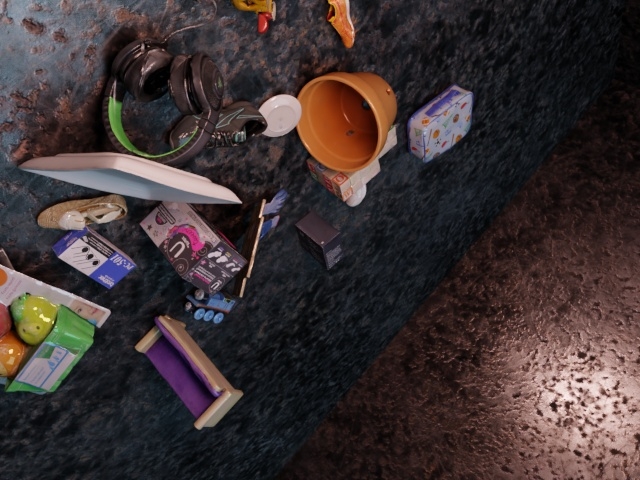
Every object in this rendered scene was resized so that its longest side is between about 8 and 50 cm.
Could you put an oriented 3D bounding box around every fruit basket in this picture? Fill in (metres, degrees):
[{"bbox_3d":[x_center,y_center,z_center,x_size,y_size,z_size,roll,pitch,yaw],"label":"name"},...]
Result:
[{"bbox_3d":[-0.731,0.216,1.213,0.353,0.165,0.327,31,107,-40],"label":"fruit basket"}]

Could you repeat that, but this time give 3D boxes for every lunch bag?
[{"bbox_3d":[0.480,-0.473,2.088,0.303,0.115,0.243,-40,146,-13],"label":"lunch bag"}]

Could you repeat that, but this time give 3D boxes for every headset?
[{"bbox_3d":[-0.320,-0.351,1.087,0.185,0.244,0.394,18,91,-81],"label":"headset"}]

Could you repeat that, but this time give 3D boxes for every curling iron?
[{"bbox_3d":[-0.745,0.128,1.267,0.068,0.035,0.274,-22,140,-37],"label":"curling iron"}]

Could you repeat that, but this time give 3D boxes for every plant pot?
[{"bbox_3d":[0.098,-0.376,1.572,0.203,0.291,0.290,-43,153,-42],"label":"plant pot"}]

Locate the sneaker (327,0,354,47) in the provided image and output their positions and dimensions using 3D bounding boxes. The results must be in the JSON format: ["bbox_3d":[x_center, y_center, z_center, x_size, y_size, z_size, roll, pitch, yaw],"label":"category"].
[{"bbox_3d":[0.052,-0.610,1.458,0.067,0.064,0.175,-26,142,0],"label":"sneaker"}]

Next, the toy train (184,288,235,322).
[{"bbox_3d":[-0.381,0.217,1.792,0.105,0.080,0.184,-60,146,1],"label":"toy train"}]

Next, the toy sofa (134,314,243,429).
[{"bbox_3d":[-0.431,0.411,1.663,0.150,0.362,0.177,-47,156,-3],"label":"toy sofa"}]

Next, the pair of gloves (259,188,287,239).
[{"bbox_3d":[-0.175,-0.079,1.741,0.159,0.023,0.198,-36,157,-53],"label":"pair of gloves"}]

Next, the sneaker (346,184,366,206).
[{"bbox_3d":[0.108,-0.226,1.926,0.115,0.090,0.232,-16,128,-33],"label":"sneaker"}]

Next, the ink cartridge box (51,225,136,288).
[{"bbox_3d":[-0.584,0.043,1.368,0.097,0.046,0.207,-44,149,-7],"label":"ink cartridge box"}]

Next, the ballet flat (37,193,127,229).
[{"bbox_3d":[-0.562,-0.063,1.258,0.206,0.067,0.073,-23,142,-36],"label":"ballet flat"}]

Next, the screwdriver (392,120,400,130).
[{"bbox_3d":[0.240,-0.378,1.971,0.170,0.025,0.024,-53,149,4],"label":"screwdriver"}]

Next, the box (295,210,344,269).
[{"bbox_3d":[0.000,0.000,1.953,0.093,0.156,0.158,-40,148,-17],"label":"box"}]

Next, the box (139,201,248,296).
[{"bbox_3d":[-0.348,0.008,1.430,0.142,0.247,0.163,-46,148,-3],"label":"box"}]

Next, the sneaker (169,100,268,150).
[{"bbox_3d":[-0.260,-0.287,1.359,0.267,0.106,0.101,-30,146,-27],"label":"sneaker"}]

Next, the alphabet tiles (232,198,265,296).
[{"bbox_3d":[-0.218,0.029,1.576,0.342,0.011,0.285,163,-60,-74],"label":"alphabet tiles"}]

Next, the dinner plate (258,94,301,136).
[{"bbox_3d":[-0.117,-0.355,1.514,0.141,0.017,0.141,-19,144,-14],"label":"dinner plate"}]

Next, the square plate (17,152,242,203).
[{"bbox_3d":[-0.408,-0.136,1.161,0.347,0.344,0.049,13,83,-56],"label":"square plate"}]

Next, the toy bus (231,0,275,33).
[{"bbox_3d":[-0.161,-0.568,1.171,0.105,0.191,0.202,4,134,0],"label":"toy bus"}]

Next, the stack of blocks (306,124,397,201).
[{"bbox_3d":[0.123,-0.290,1.777,0.297,0.171,0.087,-41,149,-14],"label":"stack of blocks"}]
